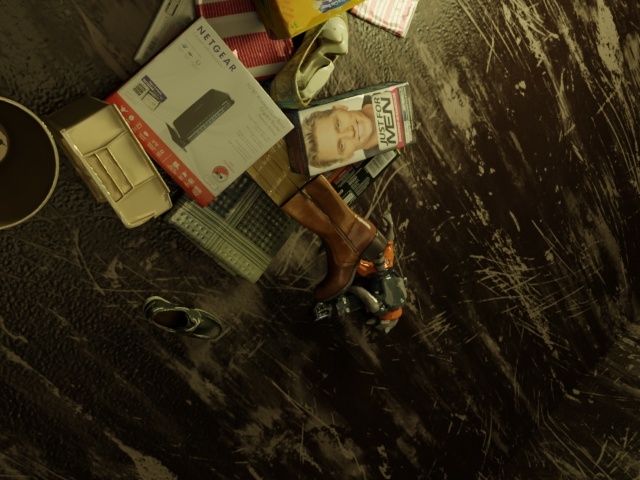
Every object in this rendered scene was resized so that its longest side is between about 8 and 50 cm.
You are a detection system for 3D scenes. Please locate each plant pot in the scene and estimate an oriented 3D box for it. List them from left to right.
[{"bbox_3d":[-0.682,-0.178,1.378,0.256,0.274,0.257,-10,111,-27],"label":"plant pot"}]

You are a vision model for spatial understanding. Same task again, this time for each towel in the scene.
[{"bbox_3d":[-0.204,-0.083,1.818,0.324,0.056,0.312,41,81,-30],"label":"towel"},{"bbox_3d":[-0.184,-0.548,1.656,0.237,0.037,0.329,-19,111,-27],"label":"towel"},{"bbox_3d":[0.180,-0.648,1.852,0.197,0.029,0.144,15,99,-32],"label":"towel"}]

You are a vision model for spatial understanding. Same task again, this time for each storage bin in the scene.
[{"bbox_3d":[-0.468,-0.176,1.507,0.123,0.262,0.260,-36,120,-17],"label":"storage bin"}]

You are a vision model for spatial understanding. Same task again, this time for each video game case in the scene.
[{"bbox_3d":[-0.320,-0.471,1.634,0.183,0.023,0.201,27,91,-33],"label":"video game case"},{"bbox_3d":[0.066,-0.237,1.920,0.275,0.035,0.248,-46,122,-8],"label":"video game case"}]

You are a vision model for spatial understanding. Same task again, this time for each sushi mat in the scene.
[{"bbox_3d":[-0.128,-0.215,1.783,0.151,0.019,0.316,-48,121,-11],"label":"sushi mat"}]

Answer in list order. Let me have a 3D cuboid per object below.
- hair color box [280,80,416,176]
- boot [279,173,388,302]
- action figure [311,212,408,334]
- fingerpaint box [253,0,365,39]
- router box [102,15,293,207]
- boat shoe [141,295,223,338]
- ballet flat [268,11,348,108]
[{"bbox_3d":[0.080,-0.299,1.814,0.347,0.105,0.174,-20,111,-25],"label":"hair color box"},{"bbox_3d":[0.000,0.000,1.833,0.280,0.096,0.264,42,105,-18],"label":"boot"},{"bbox_3d":[0.131,0.130,1.998,0.341,0.178,0.330,-27,107,-23],"label":"action figure"},{"bbox_3d":[0.021,-0.726,1.577,0.444,0.163,0.371,-29,112,-13],"label":"fingerpaint box"},{"bbox_3d":[-0.284,-0.299,1.618,0.301,0.082,0.335,-42,114,1],"label":"router box"},{"bbox_3d":[-0.355,0.218,1.809,0.233,0.079,0.084,25,91,-34],"label":"boat shoe"},{"bbox_3d":[0.001,-0.465,1.719,0.123,0.123,0.348,44,68,-32],"label":"ballet flat"}]
